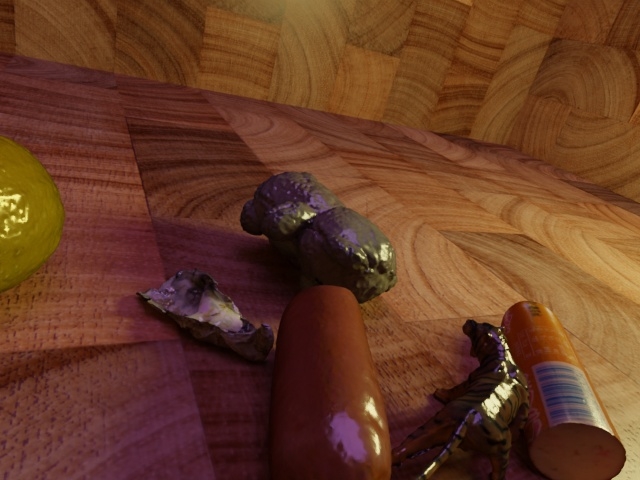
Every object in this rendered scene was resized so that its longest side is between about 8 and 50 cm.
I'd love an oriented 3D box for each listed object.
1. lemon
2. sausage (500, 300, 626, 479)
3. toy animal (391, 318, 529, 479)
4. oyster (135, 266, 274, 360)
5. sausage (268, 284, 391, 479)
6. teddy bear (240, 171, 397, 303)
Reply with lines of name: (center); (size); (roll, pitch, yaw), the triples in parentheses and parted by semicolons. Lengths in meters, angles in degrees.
lemon: (-0.390, -0.026, 0.476); (0.193, 0.192, 0.231); (17, 17, 3)
sausage: (0.299, 0.168, 0.602); (0.093, 0.092, 0.312); (19, 24, 6)
toy animal: (0.144, 0.184, 0.444); (0.114, 0.116, 0.255); (28, 28, 28)
oyster: (-0.151, 0.093, 0.558); (0.106, 0.061, 0.200); (-23, 39, -28)
sausage: (0.005, 0.148, 0.439); (0.114, 0.113, 0.259); (12, 24, -9)
teddy bear: (0.000, -0.001, 0.706); (0.267, 0.151, 0.236); (46, 10, 33)
